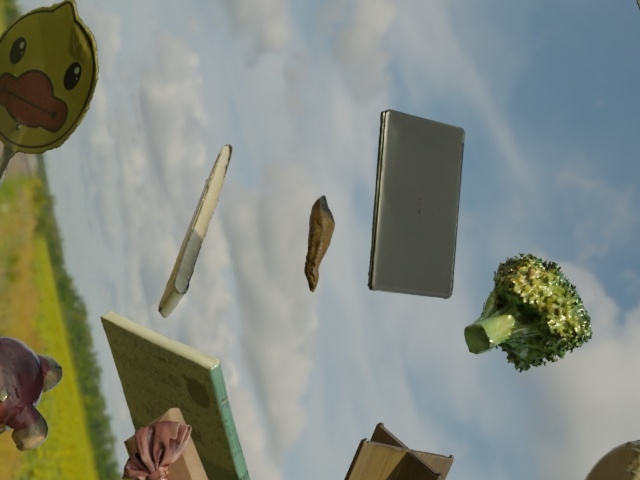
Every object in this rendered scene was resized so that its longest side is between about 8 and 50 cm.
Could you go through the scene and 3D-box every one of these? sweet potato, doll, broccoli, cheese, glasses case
[{"bbox_3d":[-0.001,-0.002,1.673,0.041,0.038,0.153,68,25,-58],"label":"sweet potato"},{"bbox_3d":[-0.470,0.226,1.530,0.196,0.255,0.152,-9,76,-81],"label":"doll"},{"bbox_3d":[0.297,0.126,1.762,0.219,0.194,0.194,8,-68,49],"label":"broccoli"},{"bbox_3d":[0.484,0.430,1.887,0.175,0.091,0.202,-38,-160,52],"label":"cheese"},{"bbox_3d":[-0.167,0.275,1.316,0.102,0.070,0.193,-48,-130,26],"label":"glasses case"},{"bbox_3d":[-0.220,-0.025,2.110,0.085,0.034,0.400,-52,-164,42],"label":"cheese"}]

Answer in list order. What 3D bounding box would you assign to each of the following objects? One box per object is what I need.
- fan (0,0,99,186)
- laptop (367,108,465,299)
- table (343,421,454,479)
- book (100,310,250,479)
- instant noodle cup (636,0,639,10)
[{"bbox_3d":[-0.415,-0.190,1.670,0.229,0.011,0.335,26,-84,34],"label":"fan"},{"bbox_3d":[0.098,-0.034,1.184,0.016,0.129,0.180,0,-96,46],"label":"laptop"},{"bbox_3d":[0.059,0.337,1.346,0.227,0.167,0.167,-67,-160,8],"label":"table"},{"bbox_3d":[-0.202,0.300,1.774,0.264,0.031,0.379,18,-51,42],"label":"book"},{"bbox_3d":[0.501,-0.321,1.437,0.234,0.178,0.235,8,-76,36],"label":"instant noodle cup"}]
